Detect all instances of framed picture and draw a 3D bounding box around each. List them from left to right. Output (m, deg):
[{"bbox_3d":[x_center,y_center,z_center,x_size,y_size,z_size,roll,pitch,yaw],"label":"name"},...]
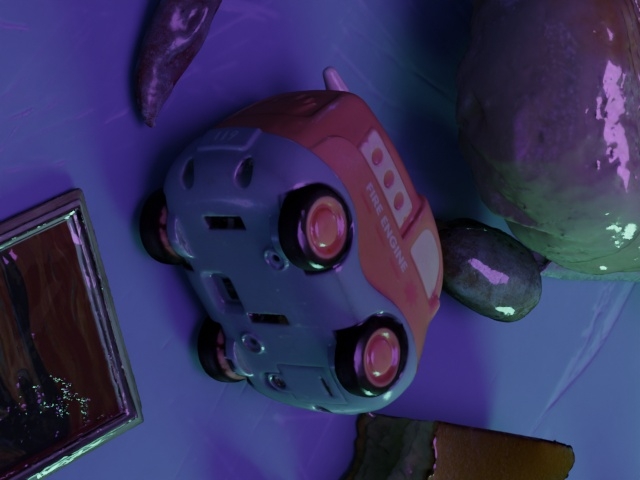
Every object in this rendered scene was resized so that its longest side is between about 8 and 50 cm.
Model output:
[{"bbox_3d":[-0.262,0.106,1.345,0.273,0.016,0.216,-29,115,-35],"label":"framed picture"}]

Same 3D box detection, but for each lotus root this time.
[{"bbox_3d":[0.148,0.024,1.658,0.165,0.088,0.088,28,78,-31],"label":"lotus root"}]

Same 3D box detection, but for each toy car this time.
[{"bbox_3d":[0.000,0.000,1.464,0.212,0.180,0.270,-46,124,-38],"label":"toy car"}]

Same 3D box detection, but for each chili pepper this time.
[{"bbox_3d":[-0.115,-0.166,1.414,0.050,0.041,0.153,23,98,-22],"label":"chili pepper"}]

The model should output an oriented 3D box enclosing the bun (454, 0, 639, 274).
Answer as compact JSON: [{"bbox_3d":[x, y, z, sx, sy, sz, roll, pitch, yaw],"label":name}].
[{"bbox_3d":[0.247,-0.142,1.618,0.365,0.219,0.365,5,84,-56],"label":"bun"}]

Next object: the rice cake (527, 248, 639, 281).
[{"bbox_3d":[0.285,0.024,1.809,0.207,0.033,0.033,3,105,-41],"label":"rice cake"}]

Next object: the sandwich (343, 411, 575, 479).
[{"bbox_3d":[0.121,0.220,1.642,0.220,0.108,0.186,-50,125,-28],"label":"sandwich"}]
